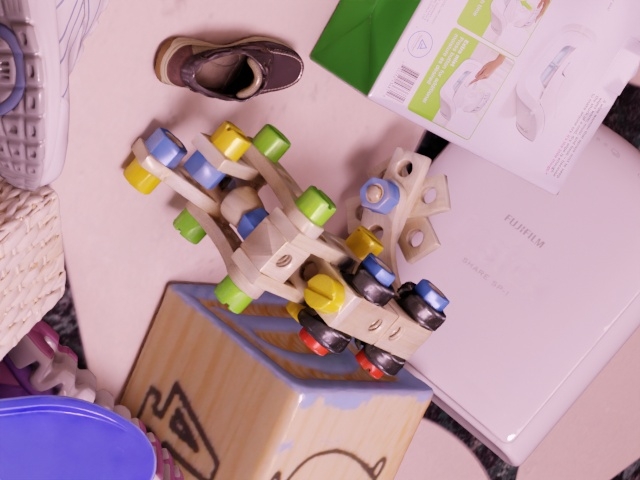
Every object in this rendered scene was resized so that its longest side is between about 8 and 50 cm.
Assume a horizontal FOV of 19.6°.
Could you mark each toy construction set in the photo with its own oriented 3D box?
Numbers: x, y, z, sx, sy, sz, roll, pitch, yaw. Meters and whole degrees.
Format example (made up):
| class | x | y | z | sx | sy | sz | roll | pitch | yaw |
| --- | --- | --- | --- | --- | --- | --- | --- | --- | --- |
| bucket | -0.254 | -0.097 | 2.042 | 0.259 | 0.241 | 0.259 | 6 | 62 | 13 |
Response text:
| class | x | y | z | sx | sy | sz | roll | pitch | yaw |
| --- | --- | --- | --- | --- | --- | --- | --- | --- | --- |
| toy construction set | 0.000 | 0.000 | 1.584 | 0.327 | 0.215 | 0.151 | 4 | 127 | -51 |

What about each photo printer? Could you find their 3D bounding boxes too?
| class | x | y | z | sx | sy | sz | roll | pitch | yaw |
| --- | --- | --- | --- | --- | --- | --- | --- | --- | --- |
| photo printer | 0.187 | 0.019 | 1.750 | 0.307 | 0.256 | 0.107 | -48 | 162 | -8 |

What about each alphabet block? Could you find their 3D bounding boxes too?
| class | x | y | z | sx | sy | sz | roll | pitch | yaw |
| --- | --- | --- | --- | --- | --- | --- | --- | --- | --- |
| alphabet block | -0.054 | 0.170 | 1.657 | 0.192 | 0.193 | 0.197 | 6 | 113 | -47 |

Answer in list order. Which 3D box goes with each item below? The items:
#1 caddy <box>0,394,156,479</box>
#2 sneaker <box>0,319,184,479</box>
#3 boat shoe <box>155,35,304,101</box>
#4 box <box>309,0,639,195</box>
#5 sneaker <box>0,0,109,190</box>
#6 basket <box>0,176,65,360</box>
| class | x | y | z | sx | sy | sz | roll | pitch | yaw |
| --- | --- | --- | --- | --- | --- | --- | --- | --- | --- |
| caddy | -0.256 | 0.251 | 1.326 | 0.341 | 0.241 | 0.179 | -3 | 153 | -35 |
| sneaker | -0.202 | 0.176 | 1.534 | 0.104 | 0.095 | 0.236 | -42 | 101 | 4 |
| boat shoe | -0.067 | -0.136 | 1.529 | 0.152 | 0.049 | 0.056 | -7 | 122 | -44 |
| box | 0.164 | -0.207 | 1.604 | 0.231 | 0.127 | 0.262 | 23 | 100 | -33 |
| sneaker | -0.190 | -0.179 | 1.306 | 0.129 | 0.111 | 0.297 | -20 | 122 | -47 |
| basket | -0.268 | 0.025 | 1.351 | 0.167 | 0.103 | 0.113 | -52 | 151 | -48 |
